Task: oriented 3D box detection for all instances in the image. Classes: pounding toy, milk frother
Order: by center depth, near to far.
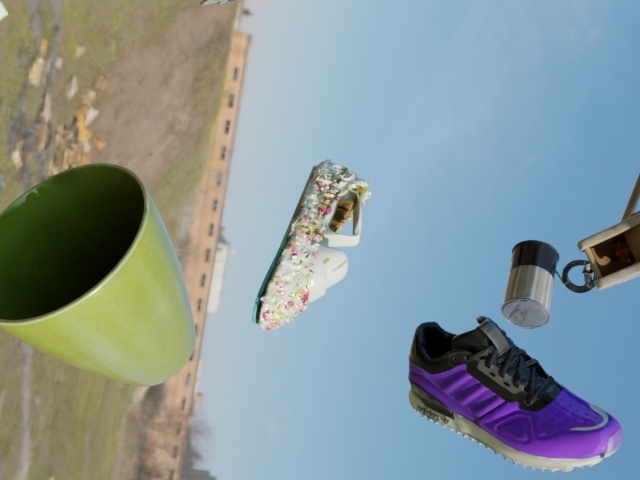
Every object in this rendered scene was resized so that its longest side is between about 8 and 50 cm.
[{"bbox_3d":[0.458,-0.027,1.129,0.269,0.154,0.155,121,-49,-68],"label":"pounding toy"},{"bbox_3d":[0.402,0.086,1.345,0.129,0.143,0.135,52,45,-37],"label":"milk frother"}]

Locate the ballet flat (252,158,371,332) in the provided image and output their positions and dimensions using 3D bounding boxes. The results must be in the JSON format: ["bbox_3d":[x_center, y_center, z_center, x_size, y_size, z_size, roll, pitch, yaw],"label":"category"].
[{"bbox_3d":[0.000,0.000,0.816,0.091,0.077,0.241,96,11,-48],"label":"ballet flat"}]

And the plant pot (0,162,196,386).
[{"bbox_3d":[-0.307,0.086,1.137,0.293,0.274,0.275,62,21,-45],"label":"plant pot"}]

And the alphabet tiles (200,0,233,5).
[{"bbox_3d":[-0.118,-0.593,1.777,0.342,0.285,0.011,-163,-124,-68],"label":"alphabet tiles"}]

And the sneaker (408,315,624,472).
[{"bbox_3d":[0.220,0.172,0.945,0.293,0.102,0.146,12,-64,43],"label":"sneaker"}]

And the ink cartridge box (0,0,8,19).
[{"bbox_3d":[-0.675,-0.475,1.202,0.119,0.353,0.207,-45,160,-15],"label":"ink cartridge box"}]
